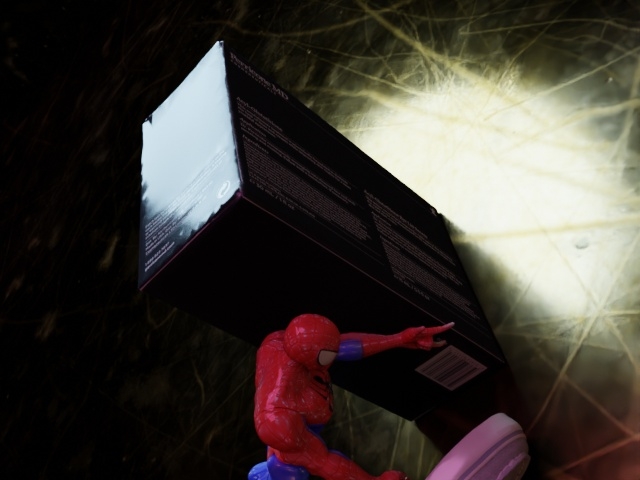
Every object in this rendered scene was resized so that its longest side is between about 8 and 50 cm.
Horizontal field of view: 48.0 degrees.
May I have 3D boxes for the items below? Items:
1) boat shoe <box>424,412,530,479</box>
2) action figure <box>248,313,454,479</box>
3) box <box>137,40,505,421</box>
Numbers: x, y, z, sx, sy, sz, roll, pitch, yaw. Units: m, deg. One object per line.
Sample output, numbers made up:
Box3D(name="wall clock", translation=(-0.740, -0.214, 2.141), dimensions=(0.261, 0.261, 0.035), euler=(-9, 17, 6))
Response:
Box3D(name="boat shoe", translation=(0.079, 0.220, 0.447), dimensions=(0.081, 0.079, 0.227), euler=(30, 86, 35))
Box3D(name="action figure", translation=(0.015, 0.147, 0.493), dimensions=(0.091, 0.139, 0.280), euler=(-94, 6, -46))
Box3D(name="box", translation=(0.000, 0.000, 0.540), dimensions=(0.103, 0.261, 0.184), euler=(-39, 38, 25))
